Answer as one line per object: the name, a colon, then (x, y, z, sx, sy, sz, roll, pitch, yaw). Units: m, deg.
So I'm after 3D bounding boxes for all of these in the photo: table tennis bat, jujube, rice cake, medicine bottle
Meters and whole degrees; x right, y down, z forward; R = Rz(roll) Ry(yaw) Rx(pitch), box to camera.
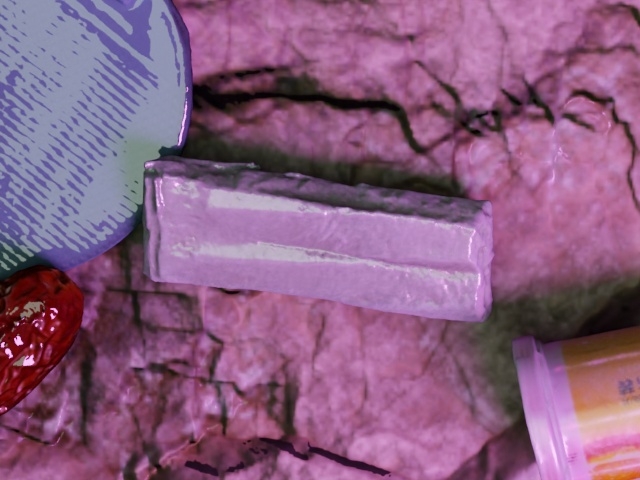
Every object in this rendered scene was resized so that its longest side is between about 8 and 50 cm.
table tennis bat: (-0.165, -0.118, 0.997, 0.215, 0.044, 0.329, 40, 106, -2)
jujube: (-0.205, 0.065, 1.018, 0.129, 0.077, 0.077, -41, 94, 20)
rice cake: (0.000, 0.000, 0.991, 0.226, 0.040, 0.085, 8, 121, 3)
medicine bottle: (0.334, 0.067, 0.937, 0.426, 0.108, 0.108, -13, 100, 10)
